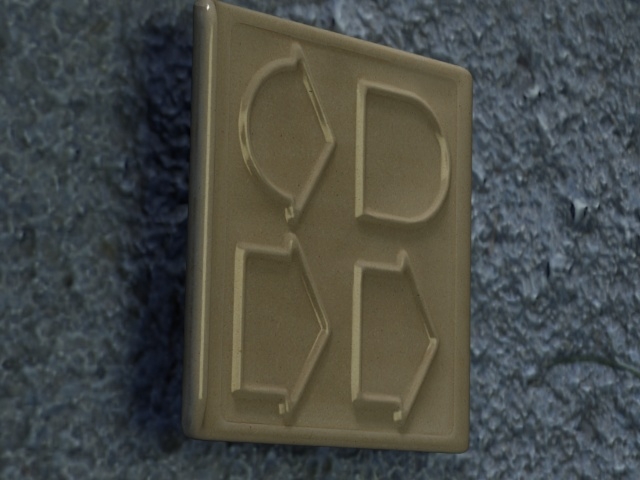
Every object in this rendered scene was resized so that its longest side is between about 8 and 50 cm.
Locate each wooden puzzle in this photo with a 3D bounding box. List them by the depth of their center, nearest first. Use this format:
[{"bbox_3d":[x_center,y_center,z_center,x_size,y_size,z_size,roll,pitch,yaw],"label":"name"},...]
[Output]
[{"bbox_3d":[0.000,0.000,1.489,0.347,0.080,0.322,11,78,-49],"label":"wooden puzzle"}]
